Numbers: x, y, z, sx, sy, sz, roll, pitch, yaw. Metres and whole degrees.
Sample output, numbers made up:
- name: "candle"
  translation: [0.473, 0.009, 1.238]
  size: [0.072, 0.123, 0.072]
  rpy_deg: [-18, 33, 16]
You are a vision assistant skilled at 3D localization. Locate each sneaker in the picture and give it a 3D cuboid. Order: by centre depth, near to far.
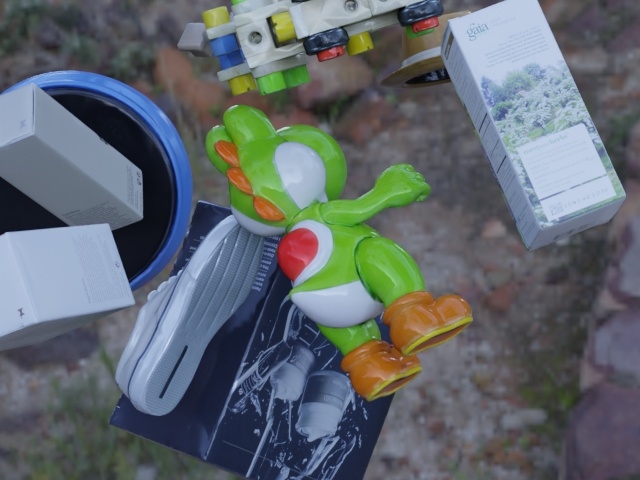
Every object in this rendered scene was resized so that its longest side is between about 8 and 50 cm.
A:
- name: "sneaker"
  translation: [-0.163, 0.075, 1.723]
  size: [0.091, 0.094, 0.258]
  rpy_deg: [26, 81, 43]

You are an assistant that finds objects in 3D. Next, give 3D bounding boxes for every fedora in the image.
- name: "fedora"
  translation: [0.157, -0.250, 1.901]
  size: [0.194, 0.079, 0.194]
  rpy_deg: [-12, -2, 0]

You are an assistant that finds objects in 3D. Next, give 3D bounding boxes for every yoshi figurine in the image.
- name: "yoshi figurine"
  translation: [0.021, -0.010, 1.671]
  size: [0.203, 0.203, 0.362]
  rpy_deg: [-35, 74, -9]

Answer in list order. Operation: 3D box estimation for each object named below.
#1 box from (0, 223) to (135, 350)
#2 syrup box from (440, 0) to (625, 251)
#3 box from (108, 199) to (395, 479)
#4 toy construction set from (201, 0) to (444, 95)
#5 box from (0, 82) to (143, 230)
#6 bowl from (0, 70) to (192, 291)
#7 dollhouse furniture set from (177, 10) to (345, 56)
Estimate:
- name: "box"
  translation: [-0.290, 0.050, 1.454]
  size: [0.130, 0.091, 0.170]
  rpy_deg: [-22, -6, 25]
- name: "syrup box"
  translation: [0.210, -0.120, 1.488]
  size: [0.093, 0.096, 0.237]
  rpy_deg: [-21, 77, -6]
- name: "box"
  translation: [-0.058, 0.163, 1.948]
  size: [0.179, 0.343, 0.313]
  rpy_deg: [15, 79, 38]
- name: "toy construction set"
  translation: [0.031, -0.257, 1.586]
  size: [0.327, 0.151, 0.215]
  rpy_deg: [-32, 4, 0]
- name: "box"
  translation: [-0.378, -0.111, 2.156]
  size: [0.113, 0.275, 0.094]
  rpy_deg: [-17, 57, 21]
- name: "bowl"
  translation: [-0.405, -0.079, 2.415]
  size: [0.391, 0.391, 0.077]
  rpy_deg: [-5, 11, 1]
- name: "dollhouse furniture set"
  translation: [-0.047, -0.422, 2.037]
  size: [0.355, 0.174, 0.303]
  rpy_deg: [5, 65, 39]
